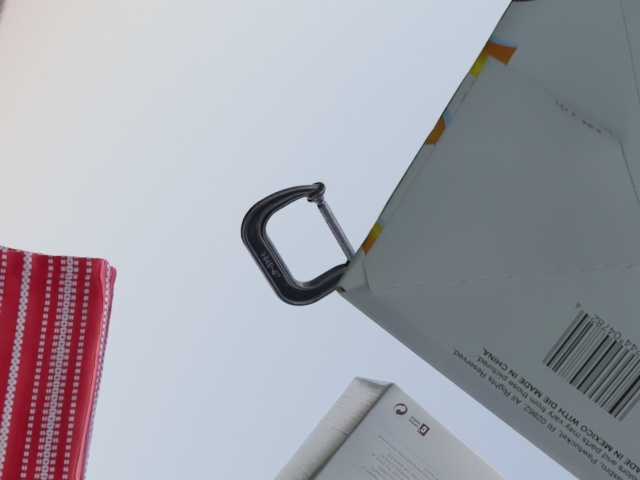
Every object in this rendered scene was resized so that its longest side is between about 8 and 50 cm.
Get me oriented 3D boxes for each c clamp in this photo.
[{"bbox_3d":[0.000,0.000,1.209,0.137,0.160,0.022,-34,-144,4],"label":"c clamp"}]

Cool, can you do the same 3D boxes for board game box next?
[{"bbox_3d":[0.150,-0.038,0.418,0.275,0.144,0.142,-35,159,-57],"label":"board game box"}]

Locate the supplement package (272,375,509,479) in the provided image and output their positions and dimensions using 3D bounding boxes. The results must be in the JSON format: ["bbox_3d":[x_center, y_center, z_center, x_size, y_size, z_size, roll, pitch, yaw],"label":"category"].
[{"bbox_3d":[0.041,0.223,0.757,0.203,0.194,0.149,-49,-178,-9],"label":"supplement package"}]

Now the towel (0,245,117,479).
[{"bbox_3d":[-0.284,0.077,0.822,0.031,0.275,0.199,117,-21,-58],"label":"towel"}]
